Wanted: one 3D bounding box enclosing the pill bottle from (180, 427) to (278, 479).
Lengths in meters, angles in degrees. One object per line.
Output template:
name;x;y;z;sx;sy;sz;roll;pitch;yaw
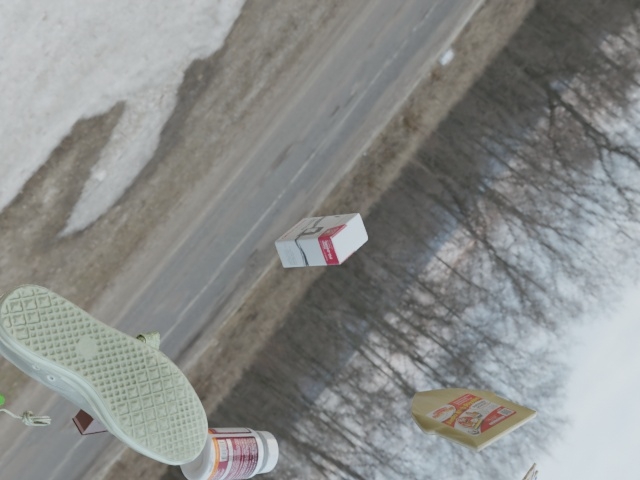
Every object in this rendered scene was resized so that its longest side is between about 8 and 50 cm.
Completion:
pill bottle;-0.213;0.505;1.797;0.221;0.121;0.121;14;121;-45

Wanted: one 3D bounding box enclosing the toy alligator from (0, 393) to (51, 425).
toy alligator;-0.354;0.149;0.742;0.189;0.051;0.056;17;144;-42

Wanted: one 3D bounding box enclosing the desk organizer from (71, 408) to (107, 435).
desk organizer;-0.452;0.372;1.603;0.050;0.047;0.130;-50;152;17

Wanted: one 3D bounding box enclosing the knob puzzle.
knob puzzle;0.241;0.304;1.307;0.213;0.213;0.030;-34;125;-64

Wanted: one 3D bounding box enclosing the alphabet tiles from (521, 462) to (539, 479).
alphabet tiles;0.445;0.629;1.712;0.198;0.009;0.237;-19;120;-55

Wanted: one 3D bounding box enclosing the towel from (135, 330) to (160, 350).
towel;-0.345;0.250;1.472;0.110;0.027;0.148;29;72;-83

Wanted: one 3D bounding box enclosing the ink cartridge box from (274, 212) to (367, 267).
ink cartridge box;0.000;0.000;1.515;0.150;0.063;0.109;-4;-155;39

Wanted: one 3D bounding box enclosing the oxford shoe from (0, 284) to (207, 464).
oxford shoe;-0.391;0.244;1.359;0.130;0.449;0.169;-31;-155;49
